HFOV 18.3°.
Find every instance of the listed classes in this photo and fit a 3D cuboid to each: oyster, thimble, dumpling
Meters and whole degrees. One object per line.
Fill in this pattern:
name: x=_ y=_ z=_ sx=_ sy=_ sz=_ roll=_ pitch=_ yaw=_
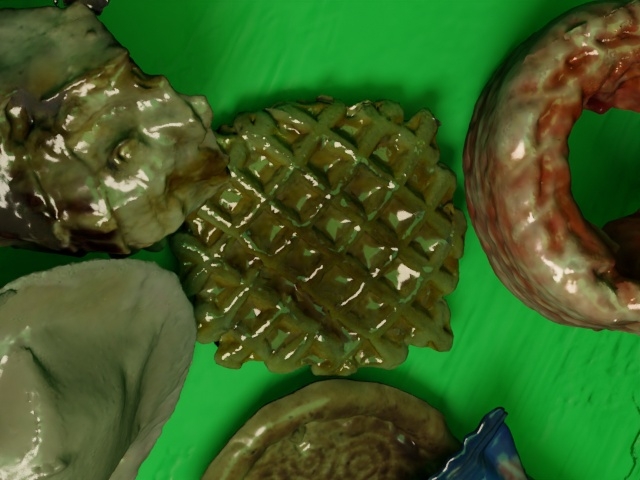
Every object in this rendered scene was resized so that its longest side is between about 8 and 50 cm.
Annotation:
oyster: x=-0.220 y=-0.090 z=1.238 sx=0.337 sy=0.133 sz=0.198 roll=28 pitch=129 yaw=-5
thimble: x=0.217 y=-0.046 z=1.371 sx=0.239 sy=0.162 sz=0.239 roll=0 pitch=90 yaw=-9
dumpling: x=-0.196 y=0.099 z=1.307 sx=0.204 sy=0.163 sz=0.293 roll=-65 pitch=154 yaw=-18

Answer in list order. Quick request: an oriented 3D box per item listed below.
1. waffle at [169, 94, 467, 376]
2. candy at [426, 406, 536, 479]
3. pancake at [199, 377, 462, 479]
waffle: x=0.000 y=0.000 z=1.392 sx=0.214 sy=0.054 sz=0.208 roll=-7 pitch=113 yaw=-12
candy: x=0.162 y=0.264 z=1.512 sx=0.187 sy=0.077 sz=0.331 roll=-49 pitch=125 yaw=2
pancake: x=0.009 y=0.199 z=1.458 sx=0.235 sy=0.029 sz=0.212 roll=6 pitch=109 yaw=-29
